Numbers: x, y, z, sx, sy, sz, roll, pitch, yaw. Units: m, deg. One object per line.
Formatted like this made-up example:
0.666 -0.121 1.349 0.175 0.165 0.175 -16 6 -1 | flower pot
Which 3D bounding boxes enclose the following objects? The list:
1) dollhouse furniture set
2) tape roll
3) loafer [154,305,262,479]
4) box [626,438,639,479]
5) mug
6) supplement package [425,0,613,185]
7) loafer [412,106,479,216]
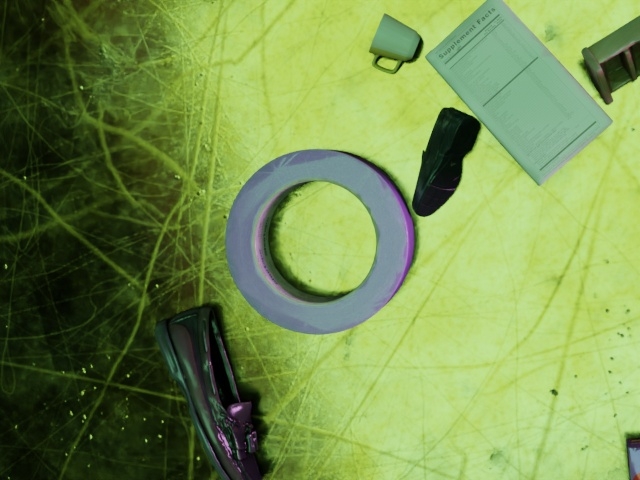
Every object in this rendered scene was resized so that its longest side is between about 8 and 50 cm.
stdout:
0.494 -0.193 1.634 0.161 0.212 0.242 -32 61 9 | dollhouse furniture set
0.000 0.000 1.795 0.275 0.090 0.274 1 94 10 | tape roll
-0.153 0.244 1.834 0.095 0.109 0.302 -27 86 7 | loafer
0.557 0.431 1.733 0.201 0.057 0.293 -4 93 12 | box
0.111 -0.293 1.778 0.064 0.078 0.062 21 65 0 | mug
0.282 -0.213 1.704 0.139 0.134 0.244 -41 86 11 | supplement package
0.176 -0.117 1.778 0.061 0.062 0.170 41 111 45 | loafer
